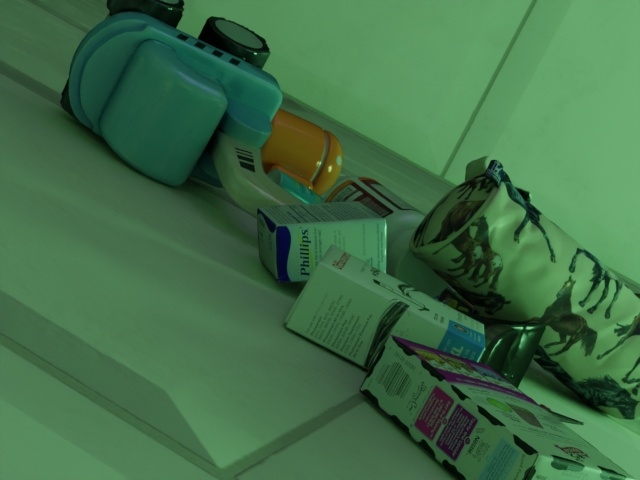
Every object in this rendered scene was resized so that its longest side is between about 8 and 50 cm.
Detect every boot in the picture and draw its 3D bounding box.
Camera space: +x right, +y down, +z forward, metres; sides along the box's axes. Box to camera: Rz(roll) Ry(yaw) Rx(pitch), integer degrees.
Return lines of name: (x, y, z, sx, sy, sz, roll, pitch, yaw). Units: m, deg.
boot: (0.149, 0.096, 1.774, 0.229, 0.091, 0.263, 26, 3, 25)

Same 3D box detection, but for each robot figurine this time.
robot figurine: (-0.054, -0.152, 2.411, 0.219, 0.128, 0.158, 23, -3, -23)

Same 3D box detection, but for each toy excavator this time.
toy excavator: (-0.143, -0.133, 1.967, 0.433, 0.222, 0.445, 24, 24, -20)

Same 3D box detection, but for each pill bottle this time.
pill bottle: (0.095, -0.002, 2.034, 0.121, 0.121, 0.221, 21, 12, -36)

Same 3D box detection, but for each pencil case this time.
pencil case: (0.321, 0.070, 1.905, 0.410, 0.183, 0.160, 40, -24, -13)

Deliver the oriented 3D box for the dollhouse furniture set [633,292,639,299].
dollhouse furniture set: (0.553, 0.133, 2.141, 0.201, 0.152, 0.374, 5, 7, -23)

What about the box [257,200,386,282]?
box: (0.000, 0.000, 1.732, 0.137, 0.072, 0.126, -3, 12, -12)

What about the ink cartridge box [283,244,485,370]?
ink cartridge box: (0.074, 0.094, 1.570, 0.203, 0.086, 0.148, 28, 10, 1)

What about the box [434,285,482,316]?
box: (0.199, 0.087, 2.106, 0.114, 0.036, 0.207, 20, 12, -37)

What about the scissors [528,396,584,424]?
scissors: (0.226, 0.180, 1.519, 0.109, 0.021, 0.297, 35, -4, 10)

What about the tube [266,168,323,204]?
tube: (-0.004, -0.048, 2.261, 0.207, 0.052, 0.080, 28, 17, -36)

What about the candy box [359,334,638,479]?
candy box: (0.168, 0.188, 1.365, 0.159, 0.071, 0.233, 20, 11, -40)
